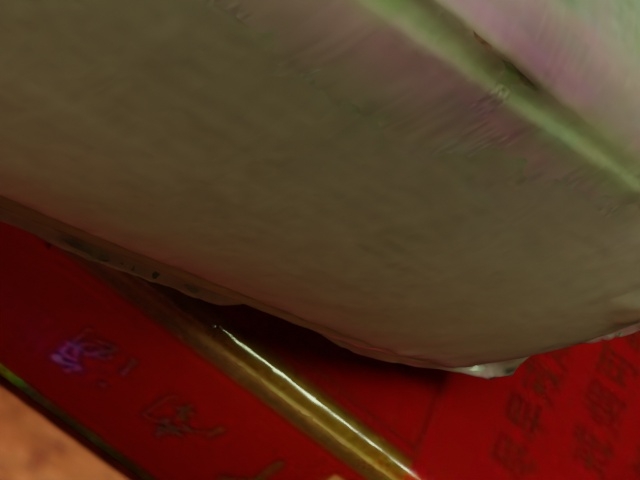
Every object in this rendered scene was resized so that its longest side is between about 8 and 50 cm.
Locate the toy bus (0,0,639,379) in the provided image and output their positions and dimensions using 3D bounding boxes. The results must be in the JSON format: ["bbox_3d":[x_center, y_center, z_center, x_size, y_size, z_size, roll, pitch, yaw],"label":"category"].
[{"bbox_3d":[-0.025,-0.080,0.403,0.386,0.171,0.162,25,55,-46],"label":"toy bus"}]

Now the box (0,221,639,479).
[{"bbox_3d":[0.001,0.000,0.590,0.313,0.089,0.197,39,46,-11],"label":"box"}]
